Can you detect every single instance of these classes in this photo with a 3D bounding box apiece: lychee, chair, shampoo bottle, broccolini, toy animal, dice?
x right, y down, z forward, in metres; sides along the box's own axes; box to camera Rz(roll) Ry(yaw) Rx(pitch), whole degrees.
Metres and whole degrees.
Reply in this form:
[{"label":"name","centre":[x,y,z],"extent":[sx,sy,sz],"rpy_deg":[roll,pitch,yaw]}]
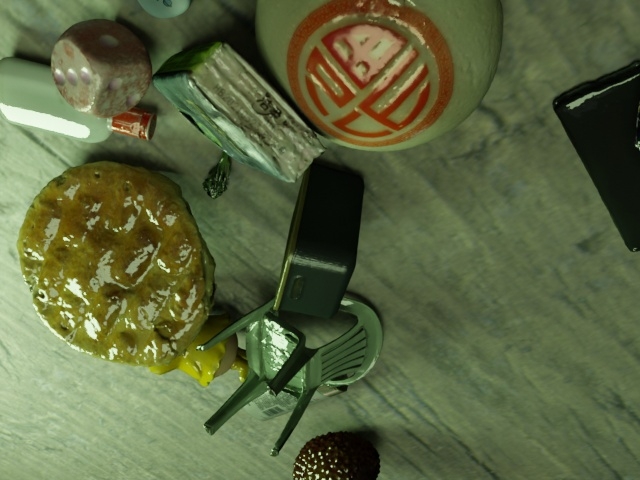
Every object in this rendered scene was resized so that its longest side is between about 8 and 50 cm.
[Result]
[{"label":"lychee","centre":[0.032,0.480,1.466],"extent":[0.188,0.188,0.188],"rpy_deg":[7,134,7]},{"label":"chair","centre":[-0.043,0.208,1.186],"extent":[0.191,0.275,0.203],"rpy_deg":[18,126,27]},{"label":"shampoo bottle","centre":[-0.055,0.293,1.387],"extent":[0.227,0.055,0.086],"rpy_deg":[-29,118,34]},{"label":"broccolini","centre":[-0.145,-0.120,1.038],"extent":[0.035,0.030,0.139],"rpy_deg":[42,134,23]},{"label":"shampoo bottle","centre":[-0.343,-0.187,0.996],"extent":[0.221,0.051,0.108],"rpy_deg":[15,132,0]},{"label":"toy animal","centre":[-0.229,0.177,1.254],"extent":[0.230,0.156,0.156],"rpy_deg":[27,133,-19]},{"label":"dice","centre":[-0.279,-0.219,0.902],"extent":[0.093,0.094,0.091],"rpy_deg":[47,136,12]}]

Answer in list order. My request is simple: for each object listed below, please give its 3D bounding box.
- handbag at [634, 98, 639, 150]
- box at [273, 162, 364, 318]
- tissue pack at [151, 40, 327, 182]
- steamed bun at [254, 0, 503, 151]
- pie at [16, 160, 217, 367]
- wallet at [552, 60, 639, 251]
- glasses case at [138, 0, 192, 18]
[{"label":"handbag","centre":[0.461,-0.138,0.782],"extent":[0.208,0.126,0.228],"rpy_deg":[-6,131,-2]},{"label":"box","centre":[0.000,0.000,0.994],"extent":[0.090,0.200,0.144],"rpy_deg":[13,134,-5]},{"label":"tissue pack","centre":[-0.107,-0.158,0.863],"extent":[0.173,0.235,0.073],"rpy_deg":[44,84,-25]},{"label":"steamed bun","centre":[0.060,-0.215,0.784],"extent":[0.283,0.177,0.282],"rpy_deg":[7,134,8]},{"label":"pie","centre":[-0.314,0.037,1.098],"extent":[0.340,0.083,0.339],"rpy_deg":[3,101,14]},{"label":"wallet","centre":[0.423,-0.100,0.913],"extent":[0.146,0.030,0.285],"rpy_deg":[-21,125,31]},{"label":"glasses case","centre":[-0.208,-0.343,0.818],"extent":[0.067,0.045,0.178],"rpy_deg":[-9,130,21]}]
